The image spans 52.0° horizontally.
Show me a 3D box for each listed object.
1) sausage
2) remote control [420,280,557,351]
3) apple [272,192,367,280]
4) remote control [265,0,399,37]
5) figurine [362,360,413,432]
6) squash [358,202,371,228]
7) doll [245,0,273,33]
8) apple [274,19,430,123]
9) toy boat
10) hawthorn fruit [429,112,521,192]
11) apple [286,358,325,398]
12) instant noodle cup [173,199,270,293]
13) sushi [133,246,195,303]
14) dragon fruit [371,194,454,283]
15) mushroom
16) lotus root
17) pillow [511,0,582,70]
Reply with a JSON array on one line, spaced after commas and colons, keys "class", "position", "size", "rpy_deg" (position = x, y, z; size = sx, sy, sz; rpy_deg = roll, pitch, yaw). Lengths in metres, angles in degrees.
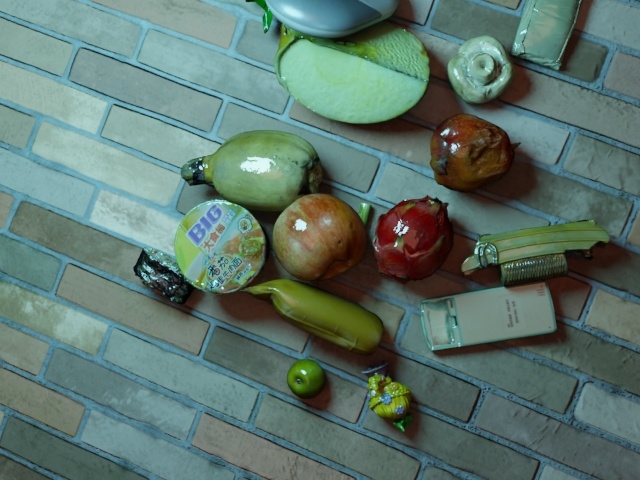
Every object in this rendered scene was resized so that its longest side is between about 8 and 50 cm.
[{"class": "sausage", "position": [-0.015, 0.152, 1.420], "size": [0.328, 0.112, 0.112], "rpy_deg": [24, 92, -9]}, {"class": "remote control", "position": [0.365, 0.166, 1.443], "size": [0.285, 0.038, 0.123], "rpy_deg": [-12, 86, 9]}, {"class": "apple", "position": [0.000, 0.000, 1.409], "size": [0.209, 0.209, 0.164], "rpy_deg": [-37, 66, 5]}, {"class": "remote control", "position": [0.028, -0.520, 1.391], "size": [0.221, 0.103, 0.332], "rpy_deg": [38, 50, 19]}, {"class": "figurine", "position": [0.148, 0.348, 1.427], "size": [0.095, 0.115, 0.156], "rpy_deg": [-22, 88, 17]}, {"class": "squash", "position": [0.094, -0.042, 1.485], "size": [0.028, 0.027, 0.083], "rpy_deg": [13, 91, 8]}, {"class": "doll", "position": [-0.086, -0.578, 1.483], "size": [0.186, 0.106, 0.134], "rpy_deg": [-37, 100, -12]}, {"class": "apple", "position": [0.074, -0.382, 1.419], "size": [0.346, 0.179, 0.254], "rpy_deg": [19, 93, 10]}, {"class": "toy boat", "position": [0.455, 0.033, 1.402], "size": [0.310, 0.089, 0.115], "rpy_deg": [-8, 78, 7]}, {"class": "hawthorn fruit", "position": [0.317, -0.183, 1.394], "size": [0.179, 0.173, 0.173], "rpy_deg": [25, 92, 8]}, {"class": "apple", "position": [-0.034, 0.311, 1.472], "size": [0.090, 0.074, 0.089], "rpy_deg": [1, 92, 28]}, {"class": "instant noodle cup", "position": [-0.206, 0.019, 1.463], "size": [0.205, 0.153, 0.204], "rpy_deg": [0, 87, 7]}, {"class": "sushi", "position": [-0.355, 0.077, 1.513], "size": [0.150, 0.090, 0.078], "rpy_deg": [33, 97, 6]}, {"class": "dragon fruit", "position": [0.194, -0.001, 1.402], "size": [0.172, 0.172, 0.209], "rpy_deg": [29, 101, 7]}, {"class": "mushroom", "position": [0.346, -0.366, 1.417], "size": [0.148, 0.112, 0.148], "rpy_deg": [1, 97, 11]}, {"class": "lotus root", "position": [-0.153, -0.154, 1.445], "size": [0.310, 0.183, 0.182], "rpy_deg": [4, 89, 11]}, {"class": "pillow", "position": [0.498, -0.485, 1.427], "size": [0.119, 0.053, 0.208], "rpy_deg": [19, 91, 4]}]
